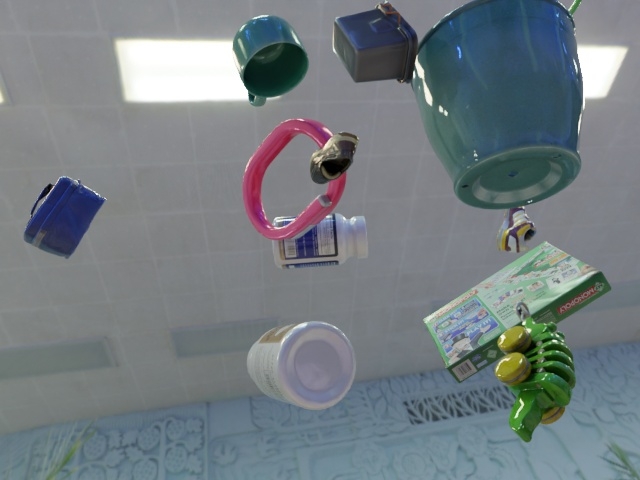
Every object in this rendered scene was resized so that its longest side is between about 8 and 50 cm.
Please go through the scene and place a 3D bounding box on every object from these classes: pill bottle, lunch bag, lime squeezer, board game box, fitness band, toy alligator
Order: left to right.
[{"bbox_3d":[-0.320,-0.033,0.569,0.065,0.098,0.067,32,-28,-27],"label":"lunch bag"},{"bbox_3d":[-0.066,-0.121,0.959,0.054,0.208,0.291,-15,-17,-47],"label":"fitness band"},{"bbox_3d":[-0.047,0.209,0.784,0.131,0.131,0.229,9,-16,-22],"label":"pill bottle"},{"bbox_3d":[0.000,0.000,1.329,0.265,0.153,0.153,-4,-49,1],"label":"pill bottle"},{"bbox_3d":[0.372,0.133,0.921,0.317,0.213,0.046,-35,-79,9],"label":"board game box"},{"bbox_3d":[0.197,0.097,0.408,0.051,0.189,0.056,-38,-85,34],"label":"toy alligator"},{"bbox_3d":[0.638,-0.612,1.228,0.059,0.310,0.109,-1,-61,3],"label":"lime squeezer"}]

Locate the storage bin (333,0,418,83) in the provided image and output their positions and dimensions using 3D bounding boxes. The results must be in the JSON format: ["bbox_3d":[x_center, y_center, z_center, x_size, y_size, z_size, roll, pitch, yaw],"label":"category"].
[{"bbox_3d":[0.079,-0.305,0.707,0.091,0.135,0.098,-15,-37,-12],"label":"storage bin"}]

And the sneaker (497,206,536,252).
[{"bbox_3d":[0.519,-0.040,1.187,0.084,0.185,0.069,10,-34,32],"label":"sneaker"}]

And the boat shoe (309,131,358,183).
[{"bbox_3d":[0.015,-0.126,0.767,0.056,0.049,0.152,16,-22,-13],"label":"boat shoe"}]

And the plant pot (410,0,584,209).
[{"bbox_3d":[0.296,-0.199,0.747,0.272,0.255,0.271,-2,-24,-1],"label":"plant pot"}]

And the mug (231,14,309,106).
[{"bbox_3d":[-0.108,-0.340,0.854,0.158,0.097,0.129,-31,-24,21],"label":"mug"}]
